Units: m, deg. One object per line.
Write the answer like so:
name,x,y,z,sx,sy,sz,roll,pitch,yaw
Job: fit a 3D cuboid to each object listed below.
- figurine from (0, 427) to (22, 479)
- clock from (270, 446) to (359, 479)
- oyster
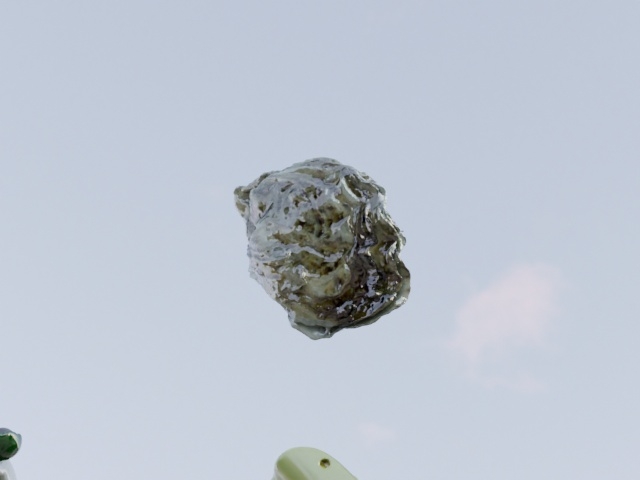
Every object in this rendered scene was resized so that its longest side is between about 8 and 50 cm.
figurine,-0.317,0.183,1.117,0.147,0.197,0.093,-23,-15,22
clock,-0.059,0.322,1.053,0.308,0.235,0.096,-28,-39,-25
oyster,0.000,0.000,0.981,0.125,0.177,0.064,-29,-38,5
